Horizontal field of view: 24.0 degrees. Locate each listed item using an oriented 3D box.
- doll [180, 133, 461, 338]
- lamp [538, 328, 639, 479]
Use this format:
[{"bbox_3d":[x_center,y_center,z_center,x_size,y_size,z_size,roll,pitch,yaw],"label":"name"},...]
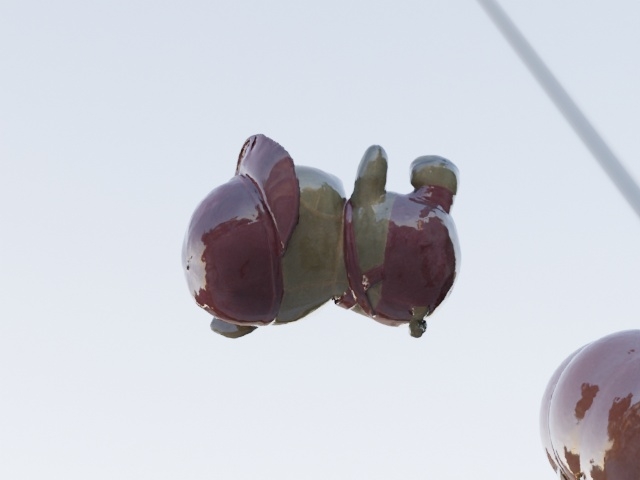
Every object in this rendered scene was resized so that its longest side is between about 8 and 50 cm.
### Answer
[{"bbox_3d":[0.000,-0.001,1.392,0.256,0.152,0.196,1,-81,-6],"label":"doll"},{"bbox_3d":[0.350,0.237,1.541,0.239,0.305,0.305,-48,-39,-11],"label":"lamp"}]
